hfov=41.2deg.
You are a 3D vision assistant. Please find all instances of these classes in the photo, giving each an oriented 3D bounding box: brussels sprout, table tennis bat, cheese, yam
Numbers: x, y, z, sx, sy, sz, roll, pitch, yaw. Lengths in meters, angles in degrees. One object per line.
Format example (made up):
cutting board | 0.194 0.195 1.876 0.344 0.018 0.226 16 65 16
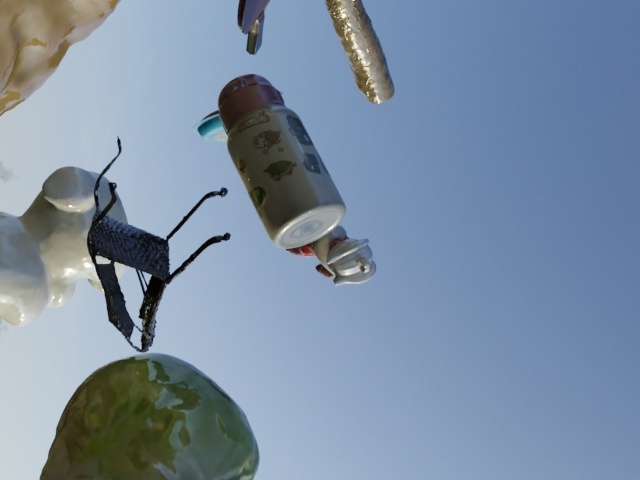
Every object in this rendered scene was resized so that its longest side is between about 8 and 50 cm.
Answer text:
brussels sprout | -0.251 0.300 1.238 0.274 0.316 0.243 67 -31 33
table tennis bat | -0.093 -0.360 1.286 0.130 0.019 0.220 -61 175 -26
cheese | -0.146 -0.212 1.455 0.256 0.106 0.037 153 -66 -62
yam | 0.050 -0.329 1.287 0.300 0.066 0.066 63 6 -50

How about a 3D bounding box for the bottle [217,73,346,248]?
bottle | -0.065 -0.121 1.208 0.120 0.120 0.253 -48 -119 47

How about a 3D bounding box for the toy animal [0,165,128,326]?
toy animal | -0.491 0.012 1.337 0.196 0.367 0.241 53 -26 25

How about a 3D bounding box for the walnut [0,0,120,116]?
walnut | -0.328 -0.280 0.672 0.383 0.383 0.384 -23 -117 59

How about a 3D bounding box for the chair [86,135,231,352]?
chair | -0.212 0.016 0.999 0.213 0.149 0.174 -60 -157 24

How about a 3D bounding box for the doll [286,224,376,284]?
doll | 0.000 0.000 1.754 0.384 0.099 0.188 35 -31 59
